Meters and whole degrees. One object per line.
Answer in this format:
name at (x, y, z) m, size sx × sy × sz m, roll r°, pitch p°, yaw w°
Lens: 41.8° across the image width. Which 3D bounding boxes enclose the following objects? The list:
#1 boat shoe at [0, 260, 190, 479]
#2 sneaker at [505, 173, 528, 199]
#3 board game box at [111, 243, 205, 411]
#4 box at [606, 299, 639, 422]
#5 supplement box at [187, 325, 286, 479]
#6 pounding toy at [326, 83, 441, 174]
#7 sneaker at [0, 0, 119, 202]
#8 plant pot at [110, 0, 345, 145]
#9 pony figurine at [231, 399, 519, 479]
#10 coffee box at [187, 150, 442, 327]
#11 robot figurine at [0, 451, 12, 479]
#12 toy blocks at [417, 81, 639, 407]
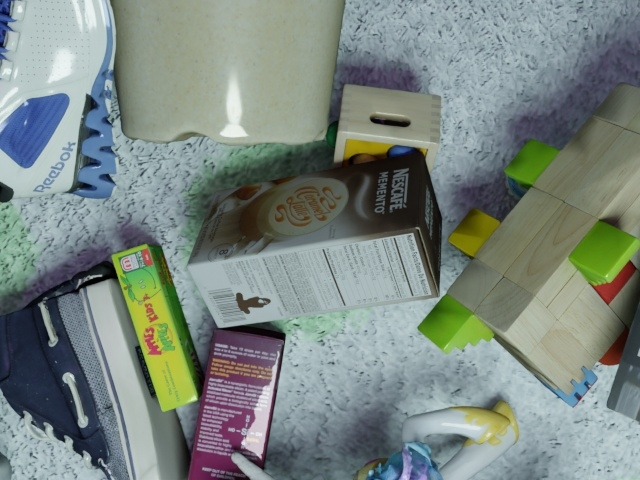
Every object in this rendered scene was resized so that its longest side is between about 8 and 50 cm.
boat shoe at (-0.257, 0.208, 0.956) m, size 0.158 × 0.127 × 0.341 m, roll -18°, pitch 81°, yaw 5°
sneaker at (0.303, -0.067, 0.982) m, size 0.162 × 0.073 × 0.064 m, roll -1°, pitch 88°, yaw 0°
board game box at (-0.182, 0.097, 0.964) m, size 0.043 × 0.092 × 0.181 m, roll -18°, pitch 88°, yaw -1°
box at (0.427, 0.065, 0.863) m, size 0.076 × 0.307 × 0.243 m, roll 22°, pitch 101°, yaw 43°
supplement box at (-0.094, 0.195, 0.956) m, size 0.080 × 0.104 × 0.188 m, roll 10°, pitch 88°, yaw 0°
pounding toy at (0.055, -0.094, 0.954) m, size 0.141 × 0.130 × 0.100 m, roll 7°, pitch 57°, yaw 0°
sneaker at (-0.305, -0.159, 0.824) m, size 0.182 × 0.127 × 0.316 m, roll -19°, pitch 129°, yaw -30°
plant pot at (-0.101, -0.257, 0.884) m, size 0.333 × 0.334 × 0.306 m, roll 1°, pitch 99°, yaw 0°
pony figurine at (0.097, 0.343, 0.851) m, size 0.363 × 0.303 × 0.351 m, roll -12°, pitch 64°, yaw -16°
coffee box at (0.000, 0.000, 0.900) m, size 0.246 × 0.141 × 0.098 m, roll -10°, pitch 127°, yaw 16°
robot figurine at (-0.454, 0.337, 0.901) m, size 0.299 × 0.199 × 0.354 m, roll 8°, pitch 87°, yaw 38°
toy blocks at (0.320, 0.028, 0.911) m, size 0.381 × 0.190 × 0.261 m, roll -50°, pitch 127°, yaw -1°
